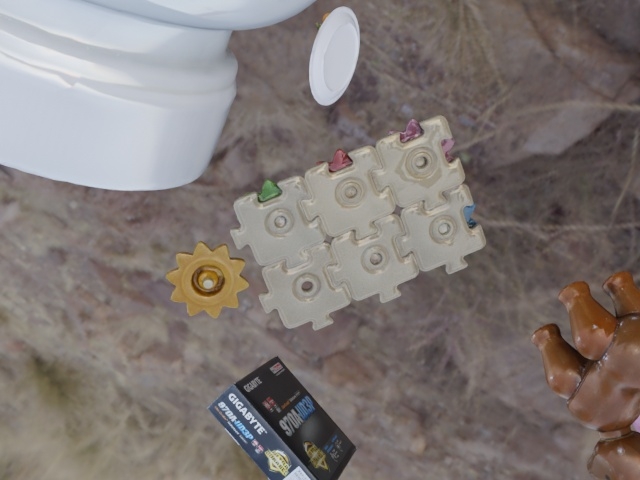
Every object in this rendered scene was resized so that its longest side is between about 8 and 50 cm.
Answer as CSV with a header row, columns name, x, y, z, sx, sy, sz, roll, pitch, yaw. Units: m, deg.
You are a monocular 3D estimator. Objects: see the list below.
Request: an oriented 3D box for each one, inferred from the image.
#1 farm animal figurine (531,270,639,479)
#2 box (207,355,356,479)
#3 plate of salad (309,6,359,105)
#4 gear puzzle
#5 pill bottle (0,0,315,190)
name,x,y,z,sx,sy,sz,roll,pitch,yaw
farm animal figurine,0.317,0.080,0.611,0.330,0.172,0.327,8,136,-42
box,-0.042,0.245,1.282,0.175,0.051,0.220,48,-170,6
plate of salad,0.022,-0.373,1.995,0.048,0.200,0.200,18,149,25
gear puzzle,0.000,0.000,1.053,0.044,0.338,0.176,-116,4,-69
pill bottle,-0.050,-0.176,0.323,0.169,0.169,0.302,27,112,12
